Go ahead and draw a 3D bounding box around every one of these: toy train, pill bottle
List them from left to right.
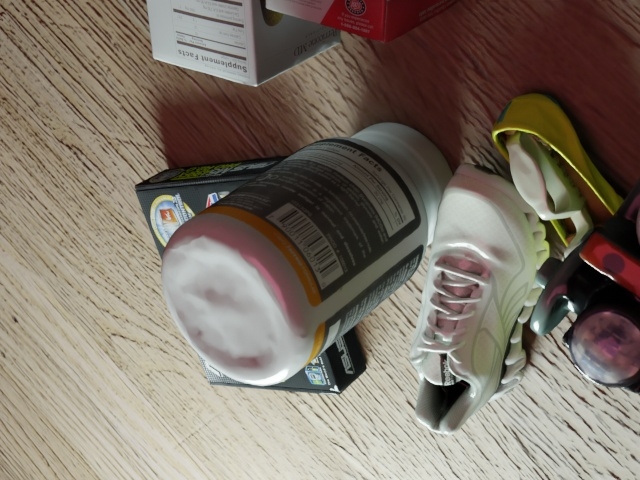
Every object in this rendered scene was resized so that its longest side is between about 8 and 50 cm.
[{"bbox_3d":[0.000,0.000,1.028,0.162,0.278,0.162,20,126,30],"label":"pill bottle"},{"bbox_3d":[0.270,-0.007,0.774,0.142,0.334,0.190,37,119,20],"label":"toy train"}]

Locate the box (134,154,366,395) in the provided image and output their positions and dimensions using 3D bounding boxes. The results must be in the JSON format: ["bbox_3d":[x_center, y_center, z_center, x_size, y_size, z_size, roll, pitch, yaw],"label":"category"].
[{"bbox_3d":[-0.081,0.043,1.281,0.216,0.060,0.270,-2,114,41],"label":"box"}]

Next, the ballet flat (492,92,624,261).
[{"bbox_3d":[0.224,-0.022,0.969,0.077,0.077,0.231,-34,92,45],"label":"ballet flat"}]

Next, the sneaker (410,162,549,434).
[{"bbox_3d":[0.140,0.065,1.049,0.110,0.118,0.292,24,134,31],"label":"sneaker"}]

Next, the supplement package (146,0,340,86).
[{"bbox_3d":[-0.074,-0.286,1.018,0.133,0.139,0.244,20,128,32],"label":"supplement package"}]

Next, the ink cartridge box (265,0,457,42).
[{"bbox_3d":[0.040,-0.279,0.932,0.128,0.127,0.176,23,129,29],"label":"ink cartridge box"}]
